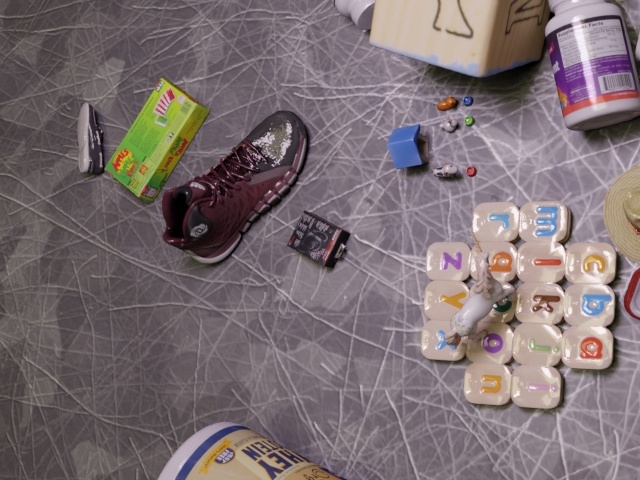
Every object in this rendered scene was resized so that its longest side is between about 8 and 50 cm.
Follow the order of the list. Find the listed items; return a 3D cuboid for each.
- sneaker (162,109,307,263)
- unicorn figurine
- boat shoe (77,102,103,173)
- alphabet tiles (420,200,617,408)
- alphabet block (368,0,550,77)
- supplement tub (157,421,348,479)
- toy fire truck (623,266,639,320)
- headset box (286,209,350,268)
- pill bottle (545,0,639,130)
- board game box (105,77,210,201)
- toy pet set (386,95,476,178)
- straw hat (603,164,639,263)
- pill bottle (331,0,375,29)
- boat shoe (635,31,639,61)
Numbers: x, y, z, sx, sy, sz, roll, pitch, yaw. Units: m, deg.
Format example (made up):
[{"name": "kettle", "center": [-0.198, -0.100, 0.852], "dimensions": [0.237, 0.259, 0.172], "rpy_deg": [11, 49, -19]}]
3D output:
[{"name": "sneaker", "center": [-0.141, -0.088, 1.809], "dimensions": [0.106, 0.162, 0.281], "rpy_deg": [39, 100, 28]}, {"name": "unicorn figurine", "center": [0.216, 0.078, 1.592], "dimensions": [0.060, 0.111, 0.162], "rpy_deg": [25, 94, 32]}, {"name": "boat shoe", "center": [-0.393, -0.175, 2.033], "dimensions": [0.046, 0.038, 0.125], "rpy_deg": [-32, 58, 55]}, {"name": "alphabet tiles", "center": [0.271, 0.087, 1.636], "dimensions": [0.278, 0.021, 0.284], "rpy_deg": [-1, 80, 31]}, {"name": "alphabet block", "center": [0.201, -0.352, 1.624], "dimensions": [0.192, 0.193, 0.197], "rpy_deg": [22, 117, 28]}, {"name": "supplement tub", "center": [-0.057, 0.409, 1.634], "dimensions": [0.316, 0.228, 0.228], "rpy_deg": [22, 91, 29]}, {"name": "toy fire truck", "center": [0.545, 0.040, 1.431], "dimensions": [0.302, 0.169, 0.253], "rpy_deg": [25, 119, 22]}, {"name": "headset box", "center": [0.000, 0.000, 1.792], "dimensions": [0.083, 0.032, 0.062], "rpy_deg": [28, 95, 28]}, {"name": "pill bottle", "center": [0.362, -0.253, 1.589], "dimensions": [0.108, 0.108, 0.193], "rpy_deg": [-14, 82, 25]}, {"name": "board game box", "center": [-0.270, -0.166, 1.962], "dimensions": [0.092, 0.043, 0.181], "rpy_deg": [38, 99, 29]}, {"name": "toy pet set", "center": [0.160, -0.150, 1.715], "dimensions": [0.114, 0.065, 0.122], "rpy_deg": [-9, 76, 27]}, {"name": "straw hat", "center": [0.430, -0.039, 1.552], "dimensions": [0.145, 0.061, 0.144], "rpy_deg": [-6, 77, 27]}, {"name": "pill bottle", "center": [0.046, -0.398, 1.811], "dimensions": [0.086, 0.086, 0.152], "rpy_deg": [-39, 66, 16]}, {"name": "boat shoe", "center": [0.465, -0.365, 1.581], "dimensions": [0.088, 0.096, 0.267], "rpy_deg": [4, 91, 24]}]
